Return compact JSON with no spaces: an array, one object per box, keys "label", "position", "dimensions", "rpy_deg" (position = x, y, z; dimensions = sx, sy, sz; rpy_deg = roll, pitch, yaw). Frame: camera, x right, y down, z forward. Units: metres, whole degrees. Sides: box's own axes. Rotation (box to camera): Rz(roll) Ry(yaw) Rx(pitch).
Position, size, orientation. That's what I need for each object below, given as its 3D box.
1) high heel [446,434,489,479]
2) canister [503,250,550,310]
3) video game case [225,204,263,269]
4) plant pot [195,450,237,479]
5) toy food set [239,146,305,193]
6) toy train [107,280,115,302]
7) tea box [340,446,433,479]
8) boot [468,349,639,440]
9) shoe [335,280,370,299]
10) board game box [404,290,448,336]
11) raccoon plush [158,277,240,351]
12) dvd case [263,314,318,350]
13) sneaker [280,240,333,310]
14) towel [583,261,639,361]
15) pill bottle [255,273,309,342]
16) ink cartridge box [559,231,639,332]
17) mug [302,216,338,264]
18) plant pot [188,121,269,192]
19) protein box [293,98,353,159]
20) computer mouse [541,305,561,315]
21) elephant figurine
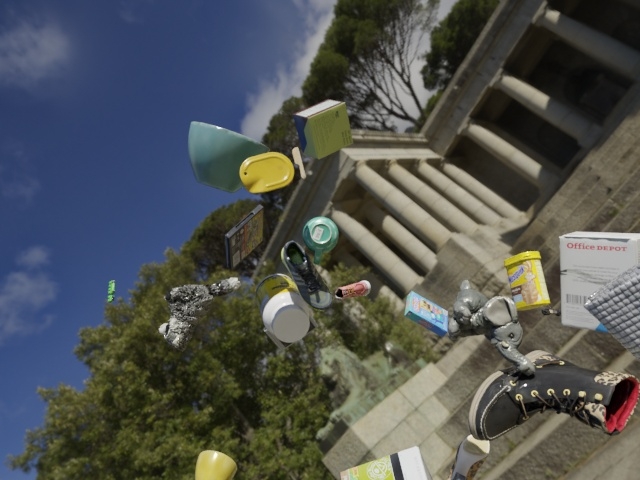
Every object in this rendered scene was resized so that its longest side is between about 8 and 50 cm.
[{"label":"high heel","position":[0.504,0.790,1.676],"dimensions":[0.261,0.093,0.186],"rpy_deg":[-37,-37,-40]},{"label":"canister","position":[0.668,0.133,1.560],"dimensions":[0.073,0.169,0.126],"rpy_deg":[0,-18,-19]},{"label":"video game case","position":[-0.374,-0.014,2.386],"dimensions":[0.248,0.035,0.274],"rpy_deg":[-46,-19,-32]},{"label":"plant pot","position":[-0.346,0.754,1.537],"dimensions":[0.095,0.134,0.134],"rpy_deg":[-68,2,-54]},{"label":"toy food set","position":[-0.160,-0.215,1.573],"dimensions":[0.218,0.128,0.071],"rpy_deg":[-17,-12,-20]},{"label":"toy train","position":[-0.736,0.179,1.700],"dimensions":[0.024,0.083,0.017],"rpy_deg":[-21,-28,28]},{"label":"tea box","position":[0.266,0.976,1.713],"dimensions":[0.324,0.329,0.219],"rpy_deg":[-23,-68,5]},{"label":"boot","position":[0.593,0.417,1.234],"dimensions":[0.378,0.138,0.284],"rpy_deg":[-20,10,-31]},{"label":"shoe","position":[0.135,0.216,2.048],"dimensions":[0.081,0.063,0.178],"rpy_deg":[-10,-9,-32]},{"label":"board game box","position":[0.509,0.351,2.308],"dimensions":[0.047,0.210,0.160],"rpy_deg":[-58,3,33]},{"label":"raccoon plush","position":[-0.616,0.377,2.466],"dimensions":[0.447,0.299,0.216],"rpy_deg":[-20,-24,9]},{"label":"dvd case","position":[-0.151,0.457,2.521],"dimensions":[0.239,0.029,0.179],"rpy_deg":[-33,-58,-1]},{"label":"sneaker","position":[-0.056,0.128,1.765],"dimensions":[0.111,0.300,0.121],"rpy_deg":[-34,-15,-9]},{"label":"towel","position":[0.889,0.167,1.257],"dimensions":[0.121,0.235,0.283],"rpy_deg":[-23,-22,-44]},{"label":"pill bottle","position":[-0.150,0.272,1.938],"dimensions":[0.188,0.334,0.187],"rpy_deg":[-4,-73,-15]},{"label":"ink cartridge box","position":[0.915,0.130,1.559],"dimensions":[0.129,0.223,0.307],"rpy_deg":[-11,-80,-40]},{"label":"mug","position":[0.006,-0.007,1.724],"dimensions":[0.130,0.157,0.097],"rpy_deg":[-25,-6,-4]},{"label":"plant pot","position":[-0.351,-0.282,1.735],"dimensions":[0.290,0.290,0.195],"rpy_deg":[14,-86,-63]},{"label":"protein box","position":[0.014,-0.505,2.179],"dimensions":[0.201,0.136,0.199],"rpy_deg":[-29,-56,-21]},{"label":"computer mouse","position":[0.834,0.236,1.874],"dimensions":[0.106,0.193,0.042],"rpy_deg":[2,-62,-37]},{"label":"elephant figurine","position":[0.494,0.239,1.359],"dimensions":[0.169,0.240,0.185],"rpy_deg":[-14,-66,-66]}]
